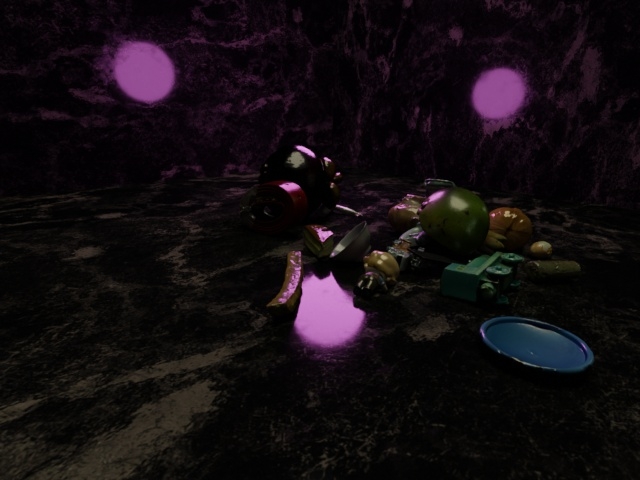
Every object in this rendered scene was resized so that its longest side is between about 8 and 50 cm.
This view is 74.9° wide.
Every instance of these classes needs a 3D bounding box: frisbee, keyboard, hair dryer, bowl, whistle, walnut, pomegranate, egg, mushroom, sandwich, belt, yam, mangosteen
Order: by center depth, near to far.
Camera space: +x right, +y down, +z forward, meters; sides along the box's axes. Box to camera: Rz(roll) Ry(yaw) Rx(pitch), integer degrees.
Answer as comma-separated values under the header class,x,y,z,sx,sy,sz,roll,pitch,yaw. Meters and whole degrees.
class,x,y,z,sx,sy,sz,roll,pitch,yaw
frisbee,0.501,0.251,0.984,0.243,0.045,0.242,3,18,-1
yam,0.805,0.104,1.454,0.180,0.078,0.078,-2,18,-14
keyboard,0.490,0.072,1.518,0.382,0.041,0.103,4,16,-27
bowl,0.129,0.022,1.535,0.086,0.189,0.189,43,17,-7
pomegranate,0.562,-0.078,1.619,0.359,0.216,0.309,25,19,-1
sandwich,0.000,0.000,1.631,0.089,0.089,0.244,-5,19,-16
egg,0.887,0.038,1.685,0.083,0.071,0.071,-9,21,-23
mushroom,0.501,0.026,1.695,0.123,0.052,0.123,1,19,0
walnut,0.796,-0.054,1.780,0.196,0.195,0.222,11,18,25
belt,-0.215,-0.140,1.828,0.324,0.227,0.115,-9,8,34
mushroom,0.435,-0.114,1.925,0.255,0.184,0.255,14,9,-2
whistle,0.602,-0.211,2.055,0.168,0.404,0.188,11,61,22
mangosteen,-0.093,-0.282,2.098,0.436,0.381,0.382,13,13,-20
hair dryer,0.106,-0.150,2.206,0.237,0.075,0.206,14,26,9

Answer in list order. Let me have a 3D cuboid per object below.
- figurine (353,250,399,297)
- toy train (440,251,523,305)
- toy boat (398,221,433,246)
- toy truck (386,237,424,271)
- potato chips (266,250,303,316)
class,x,y,z,sx,sy,sz,roll,pitch,yaw
figurine,0.176,0.115,1.316,0.114,0.108,0.196,2,32,31
toy train,0.524,0.109,1.332,0.194,0.119,0.298,10,18,36
toy boat,0.399,-0.024,1.736,0.134,0.078,0.208,-14,6,37
toy truck,0.300,0.059,1.518,0.115,0.080,0.178,20,21,20
potato chips,-0.089,0.129,1.234,0.057,0.080,0.407,-12,17,8
